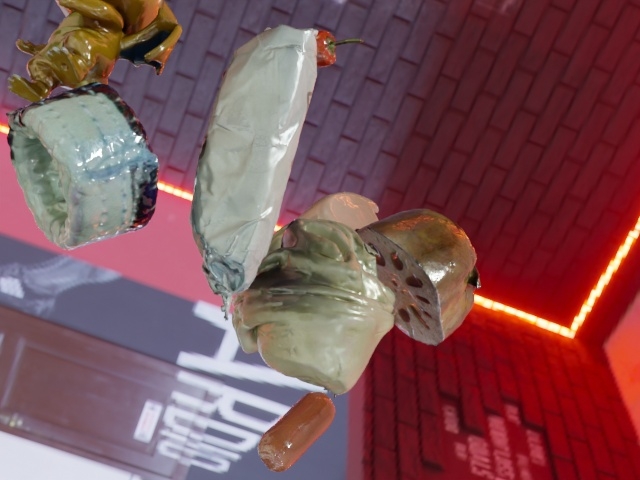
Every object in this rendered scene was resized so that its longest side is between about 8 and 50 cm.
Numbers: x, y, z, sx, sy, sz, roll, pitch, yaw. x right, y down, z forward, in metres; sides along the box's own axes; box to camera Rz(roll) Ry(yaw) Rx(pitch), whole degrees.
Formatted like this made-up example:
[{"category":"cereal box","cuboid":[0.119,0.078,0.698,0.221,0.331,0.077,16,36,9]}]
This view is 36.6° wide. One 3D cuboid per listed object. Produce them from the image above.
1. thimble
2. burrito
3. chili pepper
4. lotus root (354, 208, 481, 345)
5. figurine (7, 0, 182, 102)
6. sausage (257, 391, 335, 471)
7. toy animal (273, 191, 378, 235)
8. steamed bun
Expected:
[{"category":"thimble","cuboid":[-0.336,-0.103,1.380,0.150,0.237,0.237,-24,161,-30]},{"category":"burrito","cuboid":[-0.108,-0.106,1.395,0.101,0.139,0.445,49,54,-74]},{"category":"chili pepper","cuboid":[-0.051,-0.333,1.759,0.071,0.272,0.063,42,40,-58]},{"category":"lotus root","cuboid":[0.191,0.051,1.777,0.192,0.272,0.272,-29,169,-25]},{"category":"figurine","cuboid":[-0.439,-0.401,1.911,0.401,0.268,0.387,-41,-157,49]},{"category":"sausage","cuboid":[-0.041,0.344,1.757,0.194,0.077,0.077,-37,162,-43]},{"category":"toy animal","cuboid":[-0.002,0.003,2.235,0.256,0.213,0.195,-42,-117,26]},{"category":"steamed bun","cuboid":[-0.021,0.088,1.608,0.275,0.206,0.320,-43,-142,-13]}]
